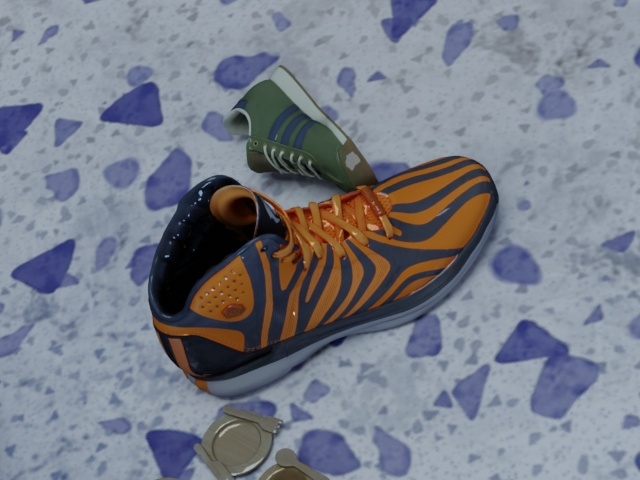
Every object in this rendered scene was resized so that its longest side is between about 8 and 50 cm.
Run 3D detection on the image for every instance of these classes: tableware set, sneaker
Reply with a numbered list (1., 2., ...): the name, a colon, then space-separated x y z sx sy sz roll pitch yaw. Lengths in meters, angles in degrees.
1. tableware set: -0.078 0.216 1.495 0.141 0.020 0.169 32 71 35
2. sneaker: -0.025 -0.083 1.670 0.086 0.064 0.192 -34 46 -5
3. sneaker: 0.000 0.000 1.522 0.321 0.180 0.124 -34 51 -6
